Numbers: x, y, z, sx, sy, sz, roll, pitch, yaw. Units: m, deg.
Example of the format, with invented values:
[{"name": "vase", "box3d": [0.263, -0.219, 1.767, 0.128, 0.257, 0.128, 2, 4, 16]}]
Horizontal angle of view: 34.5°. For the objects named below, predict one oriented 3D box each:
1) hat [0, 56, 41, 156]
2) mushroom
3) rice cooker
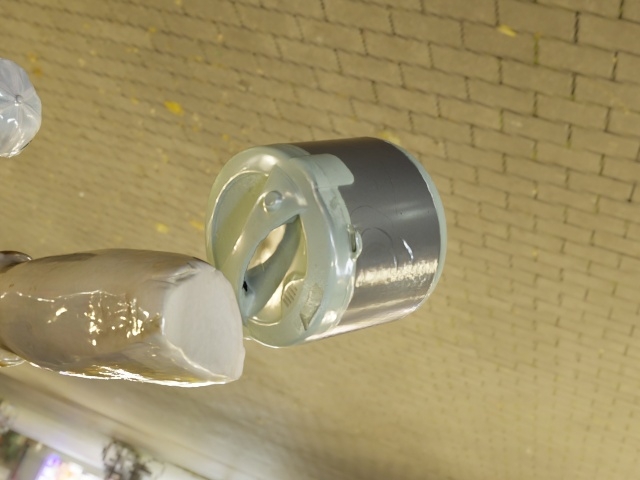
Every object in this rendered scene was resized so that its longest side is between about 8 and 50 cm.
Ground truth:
[{"name": "hat", "box3d": [-0.602, -0.276, 1.824, 0.275, 0.161, 0.232, 57, -162, 24]}, {"name": "mushroom", "box3d": [-0.220, 0.076, 1.040, 0.154, 0.138, 0.407, 5, 177, -44]}, {"name": "rice cooker", "box3d": [-0.003, -0.001, 1.400, 0.277, 0.289, 0.288, -11, -173, -40]}]
